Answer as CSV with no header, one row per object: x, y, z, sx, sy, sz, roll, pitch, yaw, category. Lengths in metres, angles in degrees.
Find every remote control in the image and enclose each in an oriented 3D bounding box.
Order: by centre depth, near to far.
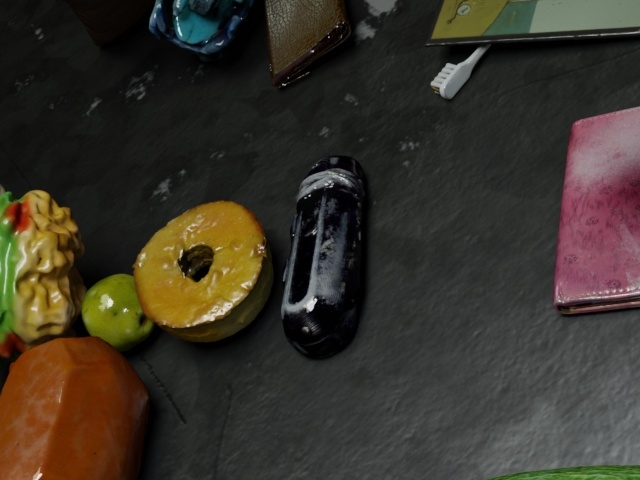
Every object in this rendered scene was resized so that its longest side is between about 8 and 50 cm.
0.000,0.000,1.200,0.090,0.066,0.265,-14,47,21,remote control

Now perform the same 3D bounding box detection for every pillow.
-0.255,-0.434,1.652,0.308,0.305,0.108,-42,83,-2,pillow

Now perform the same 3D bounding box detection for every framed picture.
0.296,-0.321,1.282,0.324,0.013,0.244,2,59,32,framed picture

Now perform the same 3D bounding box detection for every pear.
-0.235,0.081,1.289,0.097,0.092,0.092,0,54,35,pear

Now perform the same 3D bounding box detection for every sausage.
-0.264,0.219,1.143,0.153,0.141,0.268,-17,43,25,sausage

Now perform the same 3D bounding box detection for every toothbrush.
0.244,-0.294,1.319,0.342,0.025,0.030,-50,43,-11,toothbrush

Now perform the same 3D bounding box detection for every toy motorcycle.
-0.148,-0.373,1.575,0.206,0.154,0.260,-53,16,48,toy motorcycle

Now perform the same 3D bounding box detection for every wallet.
0.284,-0.035,1.053,0.119,0.025,0.232,-10,47,30,wallet
-0.021,-0.314,1.519,0.133,0.039,0.243,-34,37,22,wallet

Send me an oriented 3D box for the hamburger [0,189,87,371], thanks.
-0.351,0.049,1.323,0.149,0.237,0.237,-2,43,-10,hamburger

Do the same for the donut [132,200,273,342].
-0.125,0.041,1.248,0.162,0.065,0.178,-23,44,7,donut

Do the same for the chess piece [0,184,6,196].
-0.468,-0.051,1.420,0.137,0.301,0.137,-19,47,22,chess piece

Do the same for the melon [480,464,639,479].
0.212,0.252,0.746,0.344,0.331,0.226,-20,81,12,melon
